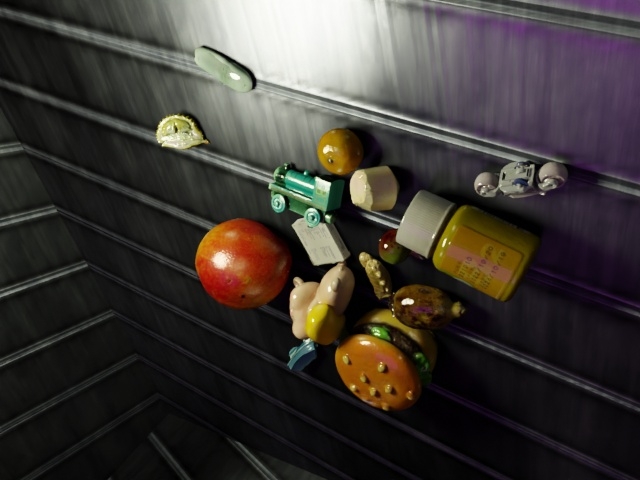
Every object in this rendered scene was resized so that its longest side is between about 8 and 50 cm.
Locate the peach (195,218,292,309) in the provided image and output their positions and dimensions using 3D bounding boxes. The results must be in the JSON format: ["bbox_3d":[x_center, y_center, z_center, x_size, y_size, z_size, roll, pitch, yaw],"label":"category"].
[{"bbox_3d":[-0.303,0.095,2.201,0.388,0.388,0.388,21,134,23],"label":"peach"}]

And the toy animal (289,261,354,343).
[{"bbox_3d":[-0.027,0.242,2.095,0.247,0.277,0.345,21,112,21],"label":"toy animal"}]

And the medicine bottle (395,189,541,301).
[{"bbox_3d":[0.440,0.007,1.638,0.384,0.224,0.224,28,136,16],"label":"medicine bottle"}]

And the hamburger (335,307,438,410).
[{"bbox_3d":[0.243,0.484,2.141,0.396,0.277,0.396,20,132,24],"label":"hamburger"}]

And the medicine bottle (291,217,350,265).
[{"bbox_3d":[0.000,0.000,2.100,0.171,0.052,0.201,-13,114,43],"label":"medicine bottle"}]

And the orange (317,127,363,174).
[{"bbox_3d":[0.063,-0.288,1.763,0.156,0.124,0.156,21,131,26],"label":"orange"}]

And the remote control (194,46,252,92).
[{"bbox_3d":[-0.345,-0.595,1.886,0.256,0.045,0.097,32,137,16],"label":"remote control"}]

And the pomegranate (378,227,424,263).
[{"bbox_3d":[0.277,0.021,1.851,0.159,0.129,0.129,0,123,29],"label":"pomegranate"}]

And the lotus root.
[{"bbox_3d":[0.373,0.242,1.943,0.314,0.141,0.169,-1,126,37],"label":"lotus root"}]

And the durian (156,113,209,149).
[{"bbox_3d":[-0.538,-0.431,2.142,0.208,0.102,0.146,17,119,-7],"label":"durian"}]

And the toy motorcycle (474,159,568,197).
[{"bbox_3d":[0.563,-0.161,1.515,0.254,0.112,0.112,-6,119,39],"label":"toy motorcycle"}]

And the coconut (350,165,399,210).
[{"bbox_3d":[0.185,-0.170,1.755,0.147,0.152,0.147,171,90,-66],"label":"coconut"}]

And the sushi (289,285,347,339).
[{"bbox_3d":[0.000,0.312,2.310,0.124,0.130,0.332,-21,103,51],"label":"sushi"}]

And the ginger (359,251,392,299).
[{"bbox_3d":[0.220,0.134,2.016,0.115,0.081,0.205,-11,116,55],"label":"ginger"}]

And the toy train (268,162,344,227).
[{"bbox_3d":[-0.056,-0.170,1.955,0.298,0.120,0.194,23,115,31],"label":"toy train"}]

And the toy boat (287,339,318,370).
[{"bbox_3d":[-0.081,0.528,2.573,0.238,0.109,0.098,-54,40,41],"label":"toy boat"}]
